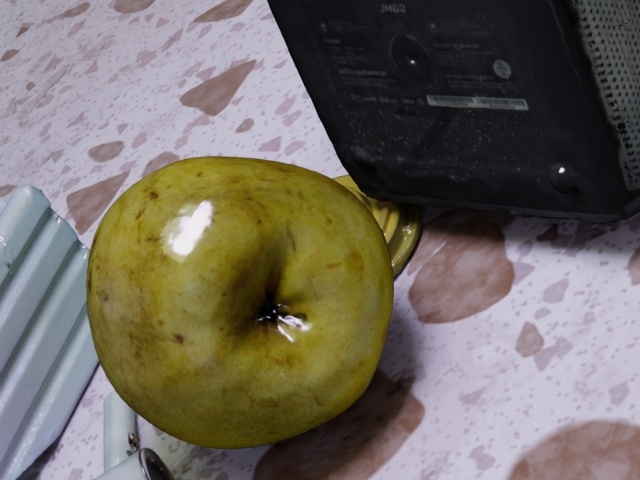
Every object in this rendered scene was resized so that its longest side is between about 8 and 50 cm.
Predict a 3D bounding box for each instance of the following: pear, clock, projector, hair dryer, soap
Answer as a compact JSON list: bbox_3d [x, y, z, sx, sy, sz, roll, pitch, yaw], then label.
[{"bbox_3d":[-0.086,0.061,1.816,0.304,0.304,0.304,-24,34,18],"label":"pear"},{"bbox_3d":[0.000,0.000,2.012,0.237,0.057,0.237,-23,36,18],"label":"clock"},{"bbox_3d":[0.156,-0.234,1.820,0.395,0.405,0.242,7,39,46],"label":"projector"},{"bbox_3d":[-0.221,0.229,1.918,0.131,0.073,0.236,-31,30,11],"label":"hair dryer"},{"bbox_3d":[-0.367,0.130,2.045,0.115,0.208,0.347,-11,41,36],"label":"soap"}]
